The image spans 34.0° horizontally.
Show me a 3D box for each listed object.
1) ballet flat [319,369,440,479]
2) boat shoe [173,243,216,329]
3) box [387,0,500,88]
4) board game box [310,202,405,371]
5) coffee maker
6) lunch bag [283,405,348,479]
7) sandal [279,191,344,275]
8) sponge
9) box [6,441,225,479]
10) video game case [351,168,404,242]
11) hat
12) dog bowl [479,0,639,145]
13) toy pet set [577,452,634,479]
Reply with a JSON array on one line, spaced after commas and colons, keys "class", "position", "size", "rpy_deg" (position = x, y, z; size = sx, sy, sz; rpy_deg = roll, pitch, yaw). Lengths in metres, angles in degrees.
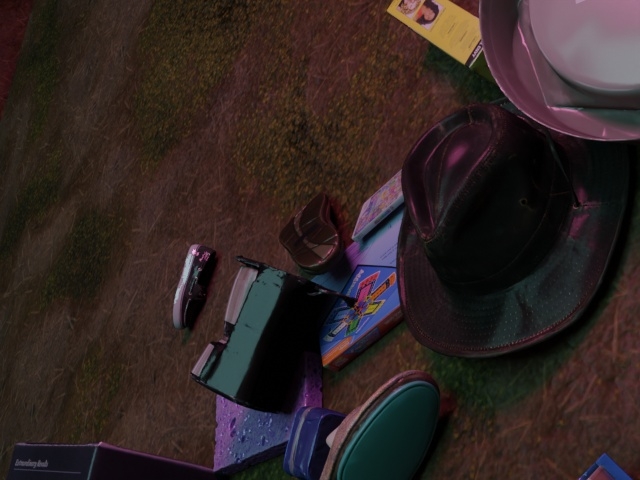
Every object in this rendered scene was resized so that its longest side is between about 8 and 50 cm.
[{"class": "ballet flat", "position": [0.031, 0.277, 1.180], "size": [0.316, 0.108, 0.106], "rpy_deg": [-64, 25, 3]}, {"class": "boat shoe", "position": [-0.203, 0.076, 1.690], "size": [0.040, 0.049, 0.142], "rpy_deg": [10, 83, 18]}, {"class": "box", "position": [0.174, -0.257, 1.305], "size": [0.058, 0.087, 0.232], "rpy_deg": [-57, 33, 12]}, {"class": "board game box", "position": [0.090, 0.033, 1.306], "size": [0.281, 0.027, 0.145], "rpy_deg": [-42, 39, 34]}, {"class": "coffee maker", "position": [-0.068, 0.126, 1.339], "size": [0.171, 0.120, 0.178], "rpy_deg": [14, 81, 57]}, {"class": "lunch bag", "position": [-0.001, 0.253, 1.269], "size": [0.065, 0.067, 0.098], "rpy_deg": [2, 74, 56]}, {"class": "sandal", "position": [0.000, 0.000, 1.419], "size": [0.090, 0.060, 0.219], "rpy_deg": [-41, 23, 3]}, {"class": "sponge", "position": [-0.073, 0.236, 1.417], "size": [0.210, 0.031, 0.117], "rpy_deg": [-32, 47, 43]}, {"class": "box", "position": [-0.329, 0.496, 1.466], "size": [0.293, 0.212, 0.395], "rpy_deg": [-13, 61, 52]}, {"class": "video game case", "position": [0.090, -0.057, 1.342], "size": [0.122, 0.011, 0.087], "rpy_deg": [-43, 16, 34]}, {"class": "hat", "position": [0.167, -0.046, 1.112], "size": [0.331, 0.134, 0.331], "rpy_deg": [-25, 50, 33]}, {"class": "dog bowl", "position": [0.325, -0.248, 1.001], "size": [0.349, 0.102, 0.348], "rpy_deg": [-15, 67, 39]}, {"class": "toy pet set", "position": [0.265, 0.253, 0.913], "size": [0.114, 0.065, 0.122], "rpy_deg": [44, 116, 19]}]
